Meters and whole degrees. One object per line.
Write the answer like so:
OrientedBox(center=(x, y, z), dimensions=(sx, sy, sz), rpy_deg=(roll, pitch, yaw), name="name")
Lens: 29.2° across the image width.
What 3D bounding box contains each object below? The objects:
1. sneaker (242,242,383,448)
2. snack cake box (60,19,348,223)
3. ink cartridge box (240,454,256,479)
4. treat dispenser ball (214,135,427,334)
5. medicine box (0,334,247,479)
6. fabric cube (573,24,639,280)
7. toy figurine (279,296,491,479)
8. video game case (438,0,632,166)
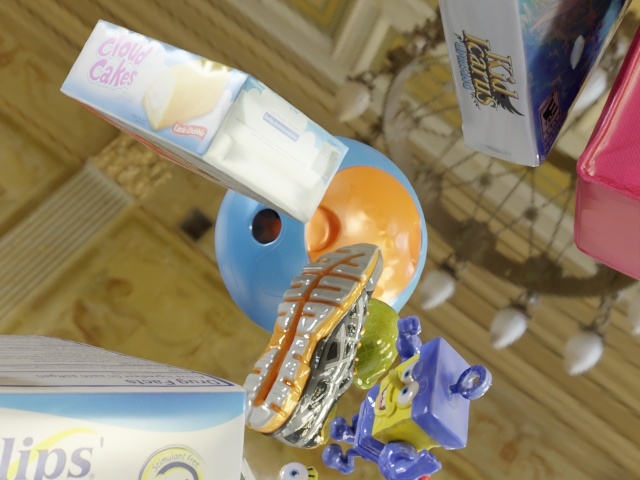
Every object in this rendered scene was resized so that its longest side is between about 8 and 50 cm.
OrientedBox(center=(0.003, 0.097, 1.153), dimensions=(0.084, 0.214, 0.083), rpy_deg=(7, -30, 51), name="sneaker")
OrientedBox(center=(-0.118, -0.119, 1.202), dimensions=(0.264, 0.089, 0.152), rpy_deg=(26, -4, 45), name="snack cake box")
OrientedBox(center=(-0.153, 0.281, 1.387), dimensions=(0.140, 0.082, 0.190), rpy_deg=(-15, -47, 6), name="ink cartridge box")
OrientedBox(center=(0.000, 0.000, 1.675), dimensions=(0.288, 0.288, 0.288), rpy_deg=(25, -39, 22), name="treat dispenser ball")
OrientedBox(center=(-0.239, 0.145, 0.797), dimensions=(0.289, 0.264, 0.149), rpy_deg=(6, -90, 51), name="medicine box")
OrientedBox(center=(0.314, -0.077, 0.741), dimensions=(0.259, 0.254, 0.258), rpy_deg=(24, -3, 15), name="fabric cube")
OrientedBox(center=(0.117, 0.180, 1.332), dimensions=(0.191, 0.362, 0.217), rpy_deg=(40, -51, -20), name="toy figurine")
OrientedBox(center=(0.157, -0.223, 0.764), dimensions=(0.061, 0.269, 0.244), rpy_deg=(18, -27, 27), name="video game case")
